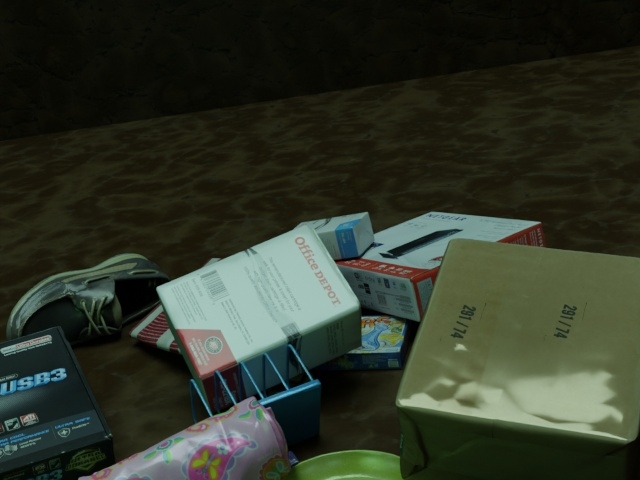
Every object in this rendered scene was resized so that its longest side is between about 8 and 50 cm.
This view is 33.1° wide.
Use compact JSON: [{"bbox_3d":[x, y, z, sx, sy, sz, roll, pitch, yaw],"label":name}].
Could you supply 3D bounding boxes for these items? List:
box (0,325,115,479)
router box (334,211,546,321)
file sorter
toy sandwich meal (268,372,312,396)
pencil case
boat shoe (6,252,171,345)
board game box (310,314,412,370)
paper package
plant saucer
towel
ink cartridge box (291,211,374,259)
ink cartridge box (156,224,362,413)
[{"bbox_3d":[-0.501,0.277,1.665,0.295,0.073,0.293,-15,38,-21],"label":"box"},{"bbox_3d":[0.196,0.039,1.999,0.301,0.082,0.335,-21,15,-28],"label":"router box"},{"bbox_3d":[-0.098,0.243,1.589,0.170,0.118,0.104,-18,45,-20],"label":"file sorter"},{"bbox_3d":[-0.047,0.232,1.755,0.085,0.029,0.085,-8,22,3],"label":"toy sandwich meal"},{"bbox_3d":[-0.177,0.312,1.438,0.284,0.124,0.124,-25,25,-11],"label":"pencil case"},{"bbox_3d":[-0.432,0.119,2.057,0.130,0.132,0.355,10,30,40],"label":"boat shoe"},{"bbox_3d":[0.049,0.175,1.849,0.201,0.035,0.136,-3,23,14],"label":"board game box"},{"bbox_3d":[0.278,0.169,1.427,0.309,0.168,0.325,7,45,17],"label":"paper package"},{"bbox_3d":[0.031,0.357,1.406,0.240,0.037,0.241,-7,22,3],"label":"plant saucer"},{"bbox_3d":[-0.182,0.123,1.925,0.237,0.037,0.329,-43,26,-26],"label":"towel"},{"bbox_3d":[0.000,0.000,2.047,0.180,0.060,0.104,-9,15,22],"label":"ink cartridge box"},{"bbox_3d":[-0.094,0.120,1.714,0.272,0.114,0.197,-23,53,-12],"label":"ink cartridge box"}]
